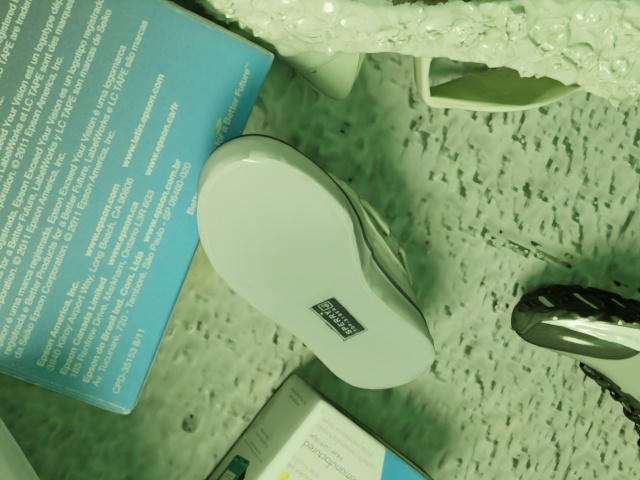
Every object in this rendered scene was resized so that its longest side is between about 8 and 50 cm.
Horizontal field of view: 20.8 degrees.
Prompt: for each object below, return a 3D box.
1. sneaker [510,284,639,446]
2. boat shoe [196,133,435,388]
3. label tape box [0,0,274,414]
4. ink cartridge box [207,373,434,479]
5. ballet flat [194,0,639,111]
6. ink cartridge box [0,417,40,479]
[{"bbox_3d":[0.255,0.111,1.284,0.271,0.100,0.108,24,98,-20],"label":"sneaker"},{"bbox_3d":[0.000,0.000,1.139,0.096,0.088,0.267,-25,140,19],"label":"boat shoe"},{"bbox_3d":[-0.232,-0.070,1.049,0.347,0.115,0.249,23,87,-28],"label":"label tape box"},{"bbox_3d":[-0.033,0.227,1.227,0.134,0.078,0.231,38,89,-20],"label":"ink cartridge box"},{"bbox_3d":[0.064,-0.148,1.160,0.409,0.147,0.147,5,99,-18],"label":"ballet flat"},{"bbox_3d":[-0.248,0.317,1.059,0.285,0.166,0.395,-28,129,-14],"label":"ink cartridge box"}]
